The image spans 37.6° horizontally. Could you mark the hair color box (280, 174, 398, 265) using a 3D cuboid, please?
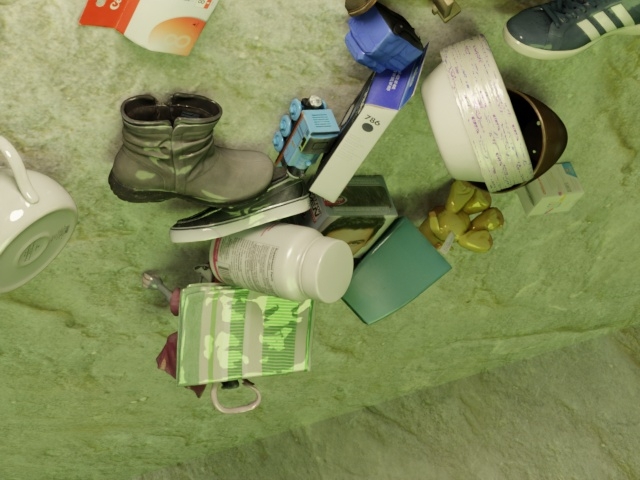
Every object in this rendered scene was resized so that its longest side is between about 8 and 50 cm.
[{"bbox_3d":[0.000,0.000,2.176,0.185,0.113,0.374,-2,148,-30],"label":"hair color box"}]

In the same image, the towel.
[{"bbox_3d":[-0.165,0.207,2.150,0.325,0.038,0.247,-3,108,-23],"label":"towel"}]

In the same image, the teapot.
[{"bbox_3d":[-0.569,-0.043,1.661,0.256,0.187,0.252,-48,171,1],"label":"teapot"}]

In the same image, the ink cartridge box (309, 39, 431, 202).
[{"bbox_3d":[0.086,-0.227,1.739,0.065,0.165,0.332,28,139,-9],"label":"ink cartridge box"}]

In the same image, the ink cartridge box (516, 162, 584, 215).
[{"bbox_3d":[0.555,-0.125,2.320,0.143,0.092,0.090,-7,152,-19],"label":"ink cartridge box"}]

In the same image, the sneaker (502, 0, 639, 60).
[{"bbox_3d":[0.490,-0.431,1.671,0.350,0.131,0.148,-18,147,-14],"label":"sneaker"}]

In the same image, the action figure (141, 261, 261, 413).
[{"bbox_3d":[-0.266,0.201,2.201,0.248,0.275,0.370,-9,129,-32],"label":"action figure"}]

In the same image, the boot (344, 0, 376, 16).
[{"bbox_3d":[0.066,-0.431,1.460,0.106,0.082,0.219,34,155,-13],"label":"boot"}]

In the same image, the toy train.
[{"bbox_3d":[-0.033,-0.193,1.790,0.080,0.105,0.184,-4,150,-27],"label":"toy train"}]

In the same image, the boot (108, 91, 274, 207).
[{"bbox_3d":[-0.211,-0.168,1.725,0.338,0.118,0.222,-8,147,-30],"label":"boot"}]

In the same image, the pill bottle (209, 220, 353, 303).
[{"bbox_3d":[-0.083,0.041,2.000,0.283,0.160,0.160,12,172,34],"label":"pill bottle"}]

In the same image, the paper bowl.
[{"bbox_3d":[0.279,-0.224,1.733,0.148,0.284,0.284,-18,154,11],"label":"paper bowl"}]

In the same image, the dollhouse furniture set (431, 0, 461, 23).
[{"bbox_3d":[0.270,-0.516,1.446,0.303,0.173,0.355,-35,-179,5],"label":"dollhouse furniture set"}]

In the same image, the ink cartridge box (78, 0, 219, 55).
[{"bbox_3d":[-0.255,-0.350,1.417,0.179,0.045,0.145,-2,149,-35],"label":"ink cartridge box"}]

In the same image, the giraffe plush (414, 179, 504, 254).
[{"bbox_3d":[0.311,-0.032,2.282,0.210,0.181,0.170,-40,-172,-23],"label":"giraffe plush"}]

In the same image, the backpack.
[{"bbox_3d":[0.109,-0.342,1.606,0.101,0.098,0.120,-39,150,30],"label":"backpack"}]

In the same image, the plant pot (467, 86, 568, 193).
[{"bbox_3d":[0.422,-0.211,1.973,0.215,0.215,0.230,-39,161,35],"label":"plant pot"}]

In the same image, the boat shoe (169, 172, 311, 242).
[{"bbox_3d":[-0.173,-0.075,1.940,0.301,0.102,0.108,-16,-168,-6],"label":"boat shoe"}]

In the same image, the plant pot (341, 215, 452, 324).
[{"bbox_3d":[0.158,0.083,2.239,0.234,0.165,0.166,-42,-179,-4],"label":"plant pot"}]
